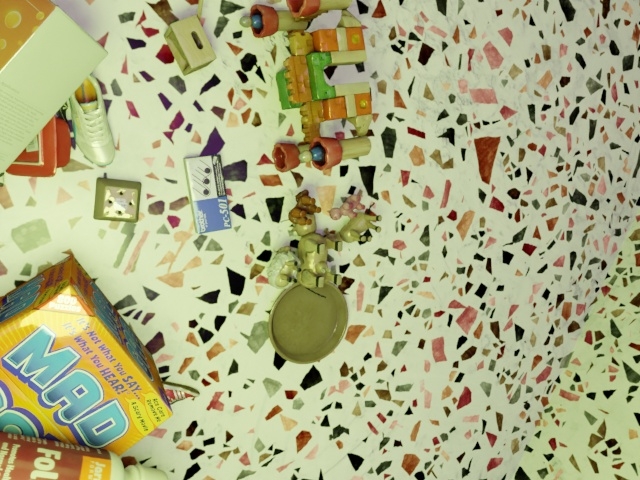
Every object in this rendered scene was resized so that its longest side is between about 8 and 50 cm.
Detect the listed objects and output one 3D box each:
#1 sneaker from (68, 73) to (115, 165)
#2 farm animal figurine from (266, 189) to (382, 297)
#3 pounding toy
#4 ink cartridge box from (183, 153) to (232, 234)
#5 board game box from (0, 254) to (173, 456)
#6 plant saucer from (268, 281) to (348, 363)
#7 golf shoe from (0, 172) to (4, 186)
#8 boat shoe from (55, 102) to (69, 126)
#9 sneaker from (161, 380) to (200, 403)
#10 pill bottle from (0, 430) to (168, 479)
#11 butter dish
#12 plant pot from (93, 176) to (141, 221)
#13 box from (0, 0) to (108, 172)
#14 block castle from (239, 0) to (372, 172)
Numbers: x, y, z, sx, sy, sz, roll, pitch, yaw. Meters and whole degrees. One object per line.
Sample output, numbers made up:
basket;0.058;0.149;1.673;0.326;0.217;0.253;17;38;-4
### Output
sneaker;-0.552;-0.290;1.153;0.087;0.092;0.228;-19;107;-25
farm animal figurine;0.000;0.000;1.436;0.330;0.172;0.326;16;88;-39
pounding toy;-0.322;-0.510;1.214;0.100;0.130;0.141;-32;110;-20
ink cartridge box;-0.309;-0.128;1.325;0.097;0.046;0.207;-11;103;-24
board game box;-0.603;0.300;1.065;0.356;0.356;0.356;-35;112;-17
plant saucer;-0.040;0.251;1.522;0.278;0.041;0.277;-5;100;-27
golf shoe;-0.804;-0.138;1.062;0.186;0.067;0.086;-16;106;-24
boat shoe;-0.620;-0.327;1.141;0.038;0.046;0.125;-24;100;-18
sneaker;-0.406;0.443;1.364;0.118;0.042;0.067;21;84;-20
pill bottle;-0.482;0.462;0.824;0.392;0.224;0.224;25;86;-28
butter dish;-0.634;-0.226;1.113;0.118;0.160;0.160;-17;112;-69
plant pot;-0.502;-0.097;1.204;0.109;0.096;0.109;4;95;-27
box;-0.651;-0.349;0.970;0.215;0.168;0.345;40;89;12
block castle;-0.048;-0.412;1.274;0.213;0.303;0.453;-16;105;-31
